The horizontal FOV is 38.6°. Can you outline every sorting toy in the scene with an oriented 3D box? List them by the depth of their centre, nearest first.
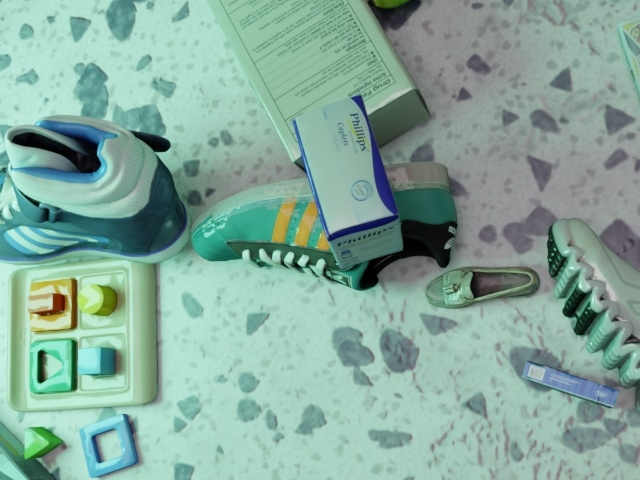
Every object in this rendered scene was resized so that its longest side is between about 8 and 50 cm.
[{"bbox_3d":[-0.297,0.111,1.107,0.196,0.047,0.347,-6,78,15],"label":"sorting toy"}]

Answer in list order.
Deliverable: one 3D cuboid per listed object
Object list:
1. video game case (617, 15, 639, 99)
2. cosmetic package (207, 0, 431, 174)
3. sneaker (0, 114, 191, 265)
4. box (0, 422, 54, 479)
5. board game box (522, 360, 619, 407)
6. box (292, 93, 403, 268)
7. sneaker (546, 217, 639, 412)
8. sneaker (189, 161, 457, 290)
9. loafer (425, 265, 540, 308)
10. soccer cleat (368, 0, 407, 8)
[{"bbox_3d":[0.452,-0.168,0.950,0.227,0.026,0.206,-16,76,13],"label":"video game case"},{"bbox_3d":[-0.019,-0.242,1.055,0.160,0.113,0.309,-29,74,9],"label":"cosmetic package"},{"bbox_3d":[-0.319,-0.070,1.024,0.323,0.236,0.130,4,64,16],"label":"sneaker"},{"bbox_3d":[-0.464,0.320,1.114,0.183,0.056,0.231,39,93,19],"label":"box"},{"bbox_3d":[0.251,0.145,0.919,0.090,0.090,0.020,17,84,18],"label":"board game box"},{"bbox_3d":[0.029,-0.053,0.896,0.072,0.137,0.126,-17,74,2],"label":"box"},{"bbox_3d":[0.334,0.092,0.908,0.118,0.110,0.292,-32,76,-5],"label":"sneaker"},{"bbox_3d":[0.000,0.000,1.008,0.302,0.108,0.121,-11,73,13],"label":"sneaker"},{"bbox_3d":[0.172,0.047,0.986,0.125,0.039,0.045,-8,79,15],"label":"loafer"},{"bbox_3d":[0.065,-0.349,1.084,0.072,0.060,0.178,-17,67,-16],"label":"soccer cleat"}]
